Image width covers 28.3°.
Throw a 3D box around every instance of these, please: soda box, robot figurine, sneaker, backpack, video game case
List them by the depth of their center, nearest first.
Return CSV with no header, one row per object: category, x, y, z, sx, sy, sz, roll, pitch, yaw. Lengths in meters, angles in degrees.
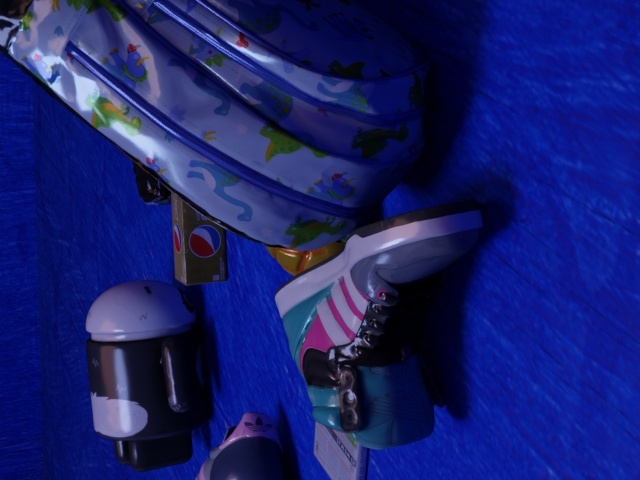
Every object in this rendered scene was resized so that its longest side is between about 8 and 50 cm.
sneaker,0.062,0.087,1.108,0.295,0.123,0.178,-37,67,58
backpack,-0.077,-0.146,1.127,0.273,0.290,0.355,-41,81,24
video game case,0.023,0.191,1.381,0.119,0.015,0.166,-133,42,-58
sneaker,-0.112,0.319,1.676,0.319,0.112,0.131,134,143,-60
soda box,-0.169,-0.033,1.751,0.058,0.061,0.181,-159,65,-67
backpack,-0.222,-0.102,1.837,0.114,0.084,0.105,-21,75,63
robot figurine,-0.257,0.198,1.900,0.173,0.209,0.278,-15,-79,-69

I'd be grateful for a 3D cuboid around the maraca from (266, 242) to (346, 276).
maraca,0.000,0.000,1.285,0.186,0.099,0.127,61,153,-7
